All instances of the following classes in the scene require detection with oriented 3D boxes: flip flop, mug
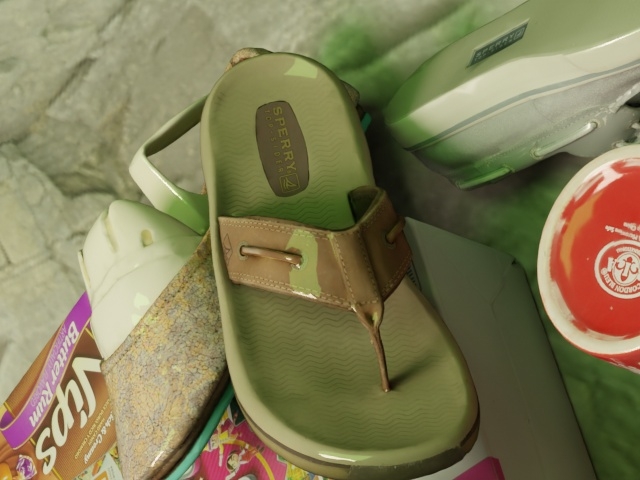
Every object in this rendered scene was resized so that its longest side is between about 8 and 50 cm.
[{"bbox_3d":[0.000,0.000,0.973,0.080,0.112,0.277,88,170,-52],"label":"flip flop"},{"bbox_3d":[0.170,0.030,0.881,0.150,0.169,0.113,-26,60,38],"label":"mug"}]

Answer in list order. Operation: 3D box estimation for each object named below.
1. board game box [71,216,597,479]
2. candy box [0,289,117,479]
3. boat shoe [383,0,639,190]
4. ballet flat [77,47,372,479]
[{"bbox_3d":[0.001,0.167,1.067,0.303,0.097,0.224,-39,50,31],"label":"board game box"},{"bbox_3d":[-0.160,0.133,1.279,0.187,0.053,0.109,-53,45,22],"label":"candy box"},{"bbox_3d":[0.133,-0.083,1.032,0.227,0.081,0.079,-22,32,46],"label":"boat shoe"},{"bbox_3d":[-0.070,0.002,1.086,0.107,0.106,0.316,-46,12,41],"label":"ballet flat"}]
